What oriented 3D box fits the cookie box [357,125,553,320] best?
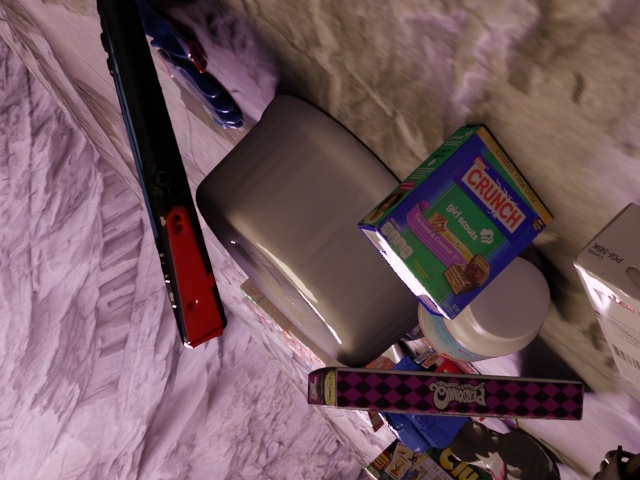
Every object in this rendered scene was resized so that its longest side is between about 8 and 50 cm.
[{"bbox_3d":[0.096,-0.013,0.850,0.092,0.107,0.040,50,168,-17],"label":"cookie box"}]

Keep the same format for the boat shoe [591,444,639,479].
[{"bbox_3d":[0.285,0.229,0.978,0.355,0.132,0.130,173,96,-66],"label":"boat shoe"}]

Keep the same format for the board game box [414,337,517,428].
[{"bbox_3d":[0.174,0.187,1.502,0.133,0.033,0.169,51,169,-22],"label":"board game box"}]

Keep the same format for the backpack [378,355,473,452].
[{"bbox_3d":[0.127,0.218,1.629,0.098,0.101,0.120,59,173,-34],"label":"backpack"}]

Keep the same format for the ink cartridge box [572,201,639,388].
[{"bbox_3d":[0.221,0.053,0.731,0.099,0.056,0.135,37,166,43],"label":"ink cartridge box"}]

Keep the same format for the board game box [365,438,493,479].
[{"bbox_3d":[0.204,0.400,1.900,0.260,0.136,0.030,39,164,34],"label":"board game box"}]

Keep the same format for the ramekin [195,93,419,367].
[{"bbox_3d":[0.000,0.000,1.218,0.277,0.135,0.277,45,170,10],"label":"ramekin"}]

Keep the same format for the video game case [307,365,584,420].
[{"bbox_3d":[0.113,0.151,1.184,0.232,0.041,0.210,4,173,-8],"label":"video game case"}]

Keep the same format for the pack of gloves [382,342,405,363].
[{"bbox_3d":[0.027,0.097,1.691,0.195,0.046,0.232,35,161,43],"label":"pack of gloves"}]

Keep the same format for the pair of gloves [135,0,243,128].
[{"bbox_3d":[-0.164,-0.207,1.422,0.159,0.023,0.198,40,167,37],"label":"pair of gloves"}]

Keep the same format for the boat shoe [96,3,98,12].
[{"bbox_3d":[-0.253,-0.277,1.489,0.035,0.035,0.100,52,176,-38],"label":"boat shoe"}]

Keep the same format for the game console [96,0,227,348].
[{"bbox_3d":[-0.180,-0.106,1.254,0.342,0.060,0.386,83,169,-64],"label":"game console"}]

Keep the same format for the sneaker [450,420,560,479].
[{"bbox_3d":[0.245,0.274,1.500,0.077,0.072,0.178,27,180,-30],"label":"sneaker"}]

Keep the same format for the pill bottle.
[{"bbox_3d":[0.137,0.055,1.001,0.087,0.087,0.160,47,171,2],"label":"pill bottle"}]

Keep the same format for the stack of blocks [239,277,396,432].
[{"bbox_3d":[0.007,0.153,1.904,0.297,0.087,0.171,43,169,22],"label":"stack of blocks"}]

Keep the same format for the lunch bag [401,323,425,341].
[{"bbox_3d":[0.092,0.076,1.368,0.071,0.053,0.083,44,178,27],"label":"lunch bag"}]
